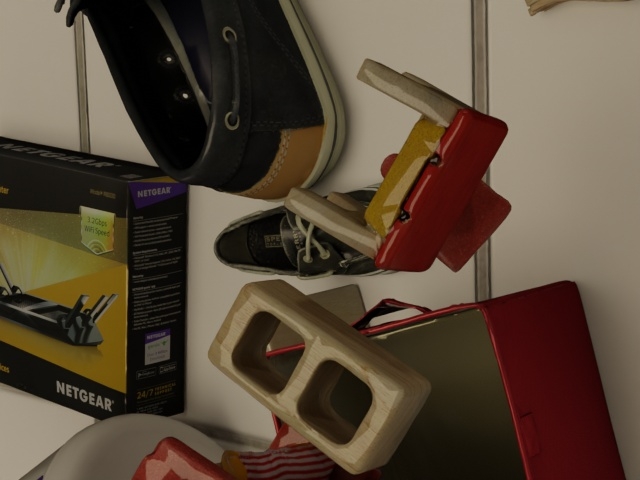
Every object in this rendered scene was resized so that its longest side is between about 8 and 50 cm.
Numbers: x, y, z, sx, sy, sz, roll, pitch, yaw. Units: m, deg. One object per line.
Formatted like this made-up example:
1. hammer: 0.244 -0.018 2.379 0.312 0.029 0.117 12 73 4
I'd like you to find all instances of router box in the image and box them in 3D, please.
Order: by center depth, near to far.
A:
1. router box: -0.266 0.033 1.549 0.309 0.081 0.242 12 105 41

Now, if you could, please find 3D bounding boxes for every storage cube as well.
1. storage cube: 0.098 0.142 1.126 0.184 0.193 0.215 -16 86 28

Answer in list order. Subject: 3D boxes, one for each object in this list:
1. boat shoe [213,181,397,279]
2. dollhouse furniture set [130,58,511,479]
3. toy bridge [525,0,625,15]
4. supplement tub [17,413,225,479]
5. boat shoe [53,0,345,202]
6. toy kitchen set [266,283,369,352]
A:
1. boat shoe: 0.000 0.000 1.302 0.219 0.070 0.077 -10 91 44
2. dollhouse furniture set: 0.035 0.095 0.943 0.152 0.201 0.374 35 103 22
3. toy bridge: 0.220 -0.205 1.090 0.188 0.026 0.063 -29 78 41
4. supplement tub: -0.227 0.331 1.457 0.331 0.241 0.241 -38 71 41
5. boat shoe: -0.150 -0.254 1.342 0.187 0.156 0.500 -41 69 42
6. toy kitchen set: -0.036 0.164 1.329 0.166 0.122 0.207 -21 83 43
